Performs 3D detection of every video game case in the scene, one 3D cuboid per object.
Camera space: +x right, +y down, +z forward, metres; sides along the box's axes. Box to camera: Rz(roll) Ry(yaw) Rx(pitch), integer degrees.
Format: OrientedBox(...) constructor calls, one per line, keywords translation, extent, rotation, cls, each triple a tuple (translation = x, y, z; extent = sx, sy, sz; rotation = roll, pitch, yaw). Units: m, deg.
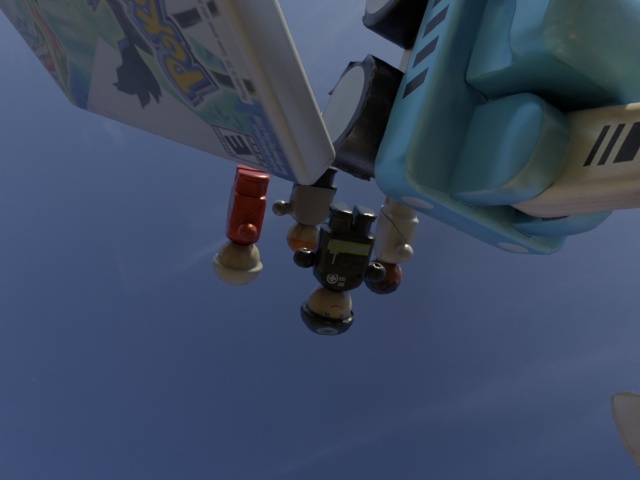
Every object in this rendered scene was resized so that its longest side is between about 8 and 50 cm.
OrientedBox(translation=(-0.157, -0.190, 0.350), extent=(0.300, 0.329, 0.036), rotation=(22, -118, 36), cls="video game case")

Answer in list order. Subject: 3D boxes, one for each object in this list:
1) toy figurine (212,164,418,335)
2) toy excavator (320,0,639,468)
OrientedBox(translation=(0.000, 0.000, 0.713), extent=(0.213, 0.210, 0.148), rotation=(22, -69, 26), cls="toy figurine")
OrientedBox(translation=(0.180, -0.080, 0.422), extent=(0.223, 0.445, 0.432), rotation=(22, -100, -23), cls="toy excavator")
